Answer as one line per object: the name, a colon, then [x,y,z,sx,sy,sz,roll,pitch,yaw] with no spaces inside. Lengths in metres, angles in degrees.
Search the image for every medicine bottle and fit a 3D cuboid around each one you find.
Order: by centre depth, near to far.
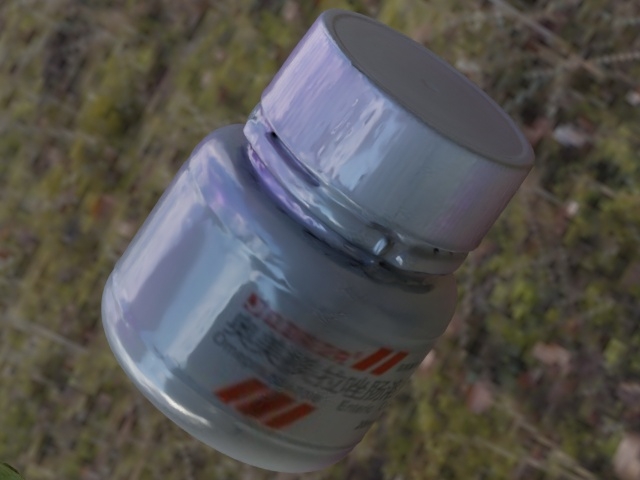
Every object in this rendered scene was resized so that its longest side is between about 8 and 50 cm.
medicine bottle: [0.000,0.000,1.508,0.325,0.256,0.256,-53,25,19]

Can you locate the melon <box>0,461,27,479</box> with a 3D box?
melon: [-0.316,0.280,1.260,0.343,0.331,0.226,-50,31,9]
